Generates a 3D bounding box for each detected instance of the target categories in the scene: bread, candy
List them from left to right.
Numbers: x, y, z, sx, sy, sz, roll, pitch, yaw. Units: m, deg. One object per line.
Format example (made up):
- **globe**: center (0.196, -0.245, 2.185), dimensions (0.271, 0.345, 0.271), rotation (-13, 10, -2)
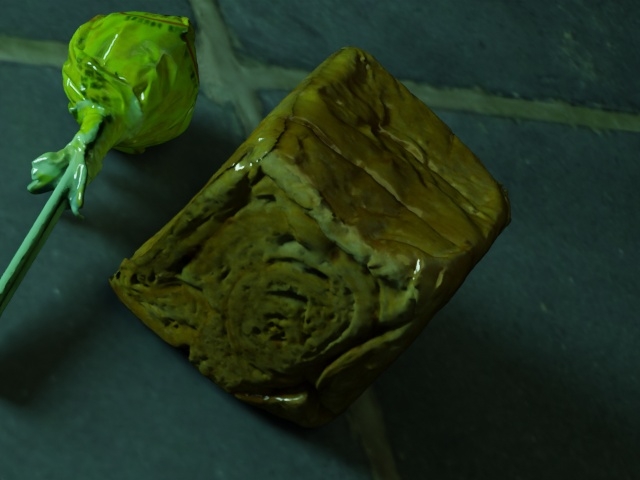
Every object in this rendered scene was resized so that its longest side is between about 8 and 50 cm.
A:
- **candy**: center (-0.134, -0.030, 0.898), dimensions (0.077, 0.073, 0.262), rotation (22, 49, 2)
- **bread**: center (0.000, 0.000, 0.905), dimensions (0.149, 0.158, 0.143), rotation (39, 41, 0)
